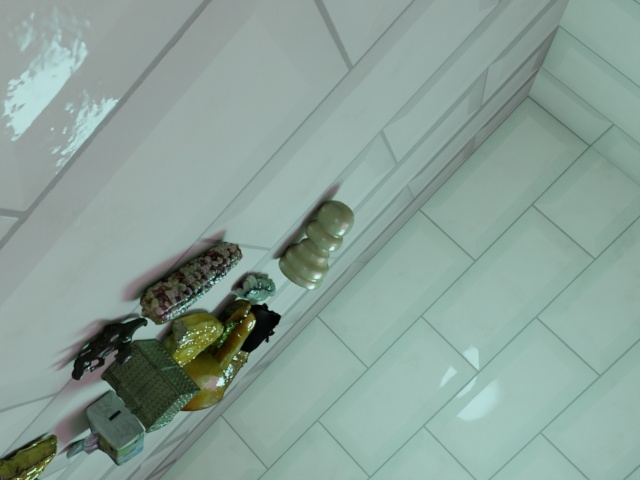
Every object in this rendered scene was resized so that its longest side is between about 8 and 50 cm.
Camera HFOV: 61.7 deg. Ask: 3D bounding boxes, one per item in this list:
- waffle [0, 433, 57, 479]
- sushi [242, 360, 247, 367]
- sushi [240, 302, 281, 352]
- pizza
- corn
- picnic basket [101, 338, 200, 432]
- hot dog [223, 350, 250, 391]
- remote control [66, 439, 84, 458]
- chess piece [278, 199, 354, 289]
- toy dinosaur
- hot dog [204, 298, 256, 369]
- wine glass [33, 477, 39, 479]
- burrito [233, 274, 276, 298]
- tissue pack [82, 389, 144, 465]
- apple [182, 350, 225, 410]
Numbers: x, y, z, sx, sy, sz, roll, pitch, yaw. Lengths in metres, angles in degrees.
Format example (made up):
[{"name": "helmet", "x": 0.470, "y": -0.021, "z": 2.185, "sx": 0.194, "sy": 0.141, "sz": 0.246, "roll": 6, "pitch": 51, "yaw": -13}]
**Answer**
[{"name": "waffle", "x": -0.791, "y": 0.602, "z": 1.317, "sx": 0.309, "sy": 0.065, "sz": 0.283, "roll": -42, "pitch": 168, "yaw": -20}, {"name": "sushi", "x": -0.408, "y": 0.486, "z": 2.232, "sx": 0.290, "sy": 0.050, "sz": 0.264, "roll": -31, "pitch": 142, "yaw": -45}, {"name": "sushi", "x": -0.241, "y": 0.319, "z": 2.026, "sx": 0.150, "sy": 0.153, "sz": 0.172, "roll": -80, "pitch": -170, "yaw": -80}, {"name": "pizza", "x": -0.430, "y": 0.324, "z": 1.583, "sx": 0.287, "sy": 0.075, "sz": 0.280, "roll": -46, "pitch": 163, "yaw": -6}, {"name": "corn", "x": -0.295, "y": 0.089, "z": 1.241, "sx": 0.280, "sy": 0.092, "sz": 0.092, "roll": -42, "pitch": 168, "yaw": -36}, {"name": "picnic basket", "x": -0.451, "y": 0.384, "z": 1.412, "sx": 0.154, "sy": 0.196, "sz": 0.134, "roll": -45, "pitch": 168, "yaw": 0}, {"name": "hot dog", "x": -0.378, "y": 0.489, "z": 2.096, "sx": 0.272, "sy": 0.122, "sz": 0.196, "roll": -59, "pitch": 158, "yaw": -25}, {"name": "remote control", "x": -0.748, "y": 0.647, "z": 1.703, "sx": 0.050, "sy": 0.027, "sz": 0.184, "roll": -43, "pitch": 172, "yaw": -4}, {"name": "chess piece", "x": 0.000, "y": 0.000, "z": 1.777, "sx": 0.299, "sy": 0.167, "sz": 0.167, "roll": -57, "pitch": 164, "yaw": 21}, {"name": "toy dinosaur", "x": -0.484, "y": 0.223, "z": 1.209, "sx": 0.187, "sy": 0.087, "sz": 0.179, "roll": -26, "pitch": -160, "yaw": -15}, {"name": "hot dog", "x": -0.318, "y": 0.316, "z": 1.814, "sx": 0.100, "sy": 0.135, "sz": 0.337, "roll": 8, "pitch": 134, "yaw": -33}, {"name": "wine glass", "x": -0.838, "y": 0.797, "z": 1.400, "sx": 0.309, "sy": 0.264, "sz": 0.096, "roll": -37, "pitch": 129, "yaw": -34}, {"name": "burrito", "x": -0.208, "y": 0.165, "z": 1.806, "sx": 0.096, "sy": 0.066, "sz": 0.309, "roll": -41, "pitch": 167, "yaw": 2}, {"name": "tissue pack", "x": -0.615, "y": 0.567, "z": 1.556, "sx": 0.145, "sy": 0.159, "sz": 0.229, "roll": -36, "pitch": 165, "yaw": -34}, {"name": "apple", "x": -0.459, "y": 0.501, "z": 1.857, "sx": 0.346, "sy": 0.254, "sz": 0.179, "roll": 124, "pitch": -16, "yaw": -50}]
